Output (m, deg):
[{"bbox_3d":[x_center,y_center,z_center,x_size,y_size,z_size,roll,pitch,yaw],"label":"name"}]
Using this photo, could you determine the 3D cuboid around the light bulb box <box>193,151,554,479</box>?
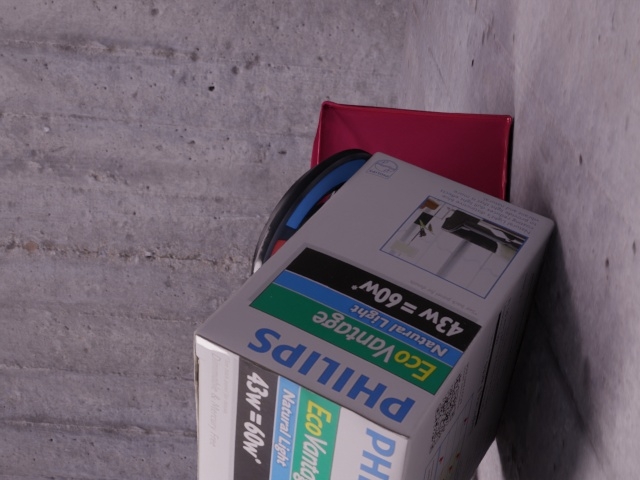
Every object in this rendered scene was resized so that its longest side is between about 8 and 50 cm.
[{"bbox_3d":[0.054,0.164,1.119,0.361,0.225,0.358,-45,-30,-45],"label":"light bulb box"}]

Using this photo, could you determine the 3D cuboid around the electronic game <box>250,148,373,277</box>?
[{"bbox_3d":[0.000,0.000,1.210,0.229,0.048,0.229,-41,-30,-31],"label":"electronic game"}]

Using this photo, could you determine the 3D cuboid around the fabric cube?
[{"bbox_3d":[0.108,-0.038,1.454,0.258,0.254,0.259,113,162,-85],"label":"fabric cube"}]
